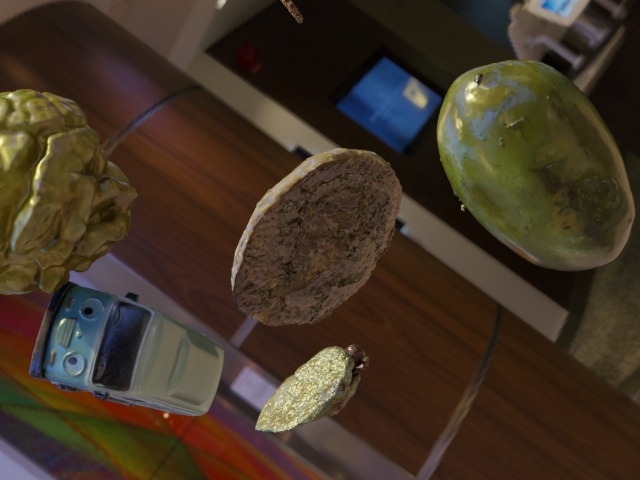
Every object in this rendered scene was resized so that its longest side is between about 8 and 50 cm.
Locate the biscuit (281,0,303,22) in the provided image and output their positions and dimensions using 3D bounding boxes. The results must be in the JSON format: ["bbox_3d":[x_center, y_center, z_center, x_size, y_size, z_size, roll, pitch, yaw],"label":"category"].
[{"bbox_3d":[-0.070,-0.544,2.043,0.016,0.092,0.082,-38,-23,2],"label":"biscuit"}]

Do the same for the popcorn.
[{"bbox_3d":[-0.320,-0.049,0.986,0.259,0.212,0.259,-33,-40,-33],"label":"popcorn"}]

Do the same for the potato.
[{"bbox_3d":[0.276,-0.095,1.124,0.216,0.304,0.216,-44,8,8],"label":"potato"}]

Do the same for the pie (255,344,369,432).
[{"bbox_3d":[-0.025,0.353,2.013,0.274,0.105,0.257,-31,13,29],"label":"pie"}]

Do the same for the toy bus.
[{"bbox_3d":[-0.236,0.151,1.145,0.271,0.165,0.133,51,-128,-68],"label":"toy bus"}]

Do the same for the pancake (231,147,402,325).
[{"bbox_3d":[0.001,0.001,1.464,0.356,0.065,0.356,-22,-46,-25],"label":"pancake"}]
